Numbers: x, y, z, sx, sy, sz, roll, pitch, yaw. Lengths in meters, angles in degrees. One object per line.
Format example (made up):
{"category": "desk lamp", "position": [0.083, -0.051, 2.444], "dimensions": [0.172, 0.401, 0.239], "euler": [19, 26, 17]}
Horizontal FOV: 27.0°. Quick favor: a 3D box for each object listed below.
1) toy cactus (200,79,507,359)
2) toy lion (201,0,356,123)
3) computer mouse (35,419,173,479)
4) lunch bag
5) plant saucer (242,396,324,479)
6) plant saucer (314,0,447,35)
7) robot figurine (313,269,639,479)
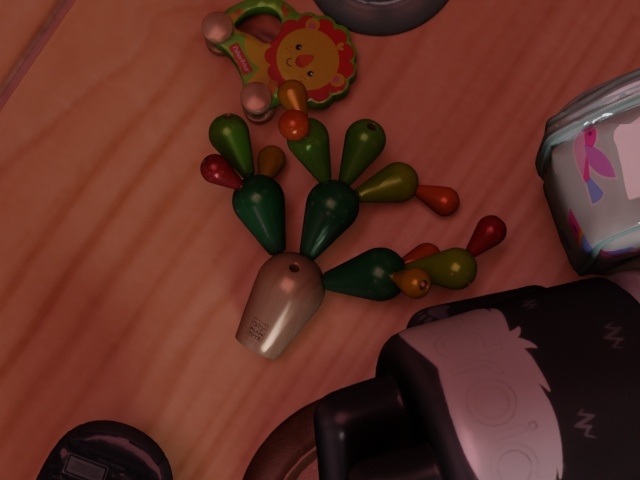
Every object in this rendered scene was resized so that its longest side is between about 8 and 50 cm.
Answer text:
{"category": "toy cactus", "position": [0.000, 0.000, 0.922], "dimensions": [0.219, 0.112, 0.180], "euler": [29, 95, 2]}
{"category": "toy lion", "position": [-0.025, -0.137, 0.978], "dimensions": [0.096, 0.034, 0.100], "euler": [-28, 77, -5]}
{"category": "computer mouse", "position": [-0.205, 0.238, 0.927], "dimensions": [0.184, 0.060, 0.262], "euler": [14, 93, 8]}
{"category": "lunch bag", "position": [0.277, -0.071, 0.824], "dimensions": [0.279, 0.224, 0.107], "euler": [-21, 79, 5]}
{"category": "plant saucer", "position": [0.035, 0.199, 0.908], "dimensions": [0.199, 0.036, 0.198], "euler": [-1, 79, 8]}
{"category": "plant saucer", "position": [0.045, -0.211, 0.983], "dimensions": [0.119, 0.021, 0.119], "euler": [-1, 80, 7]}
{"category": "robot figurine", "position": [0.139, 0.120, 0.821], "dimensions": [0.278, 0.173, 0.209], "euler": [-15, 79, -13]}
